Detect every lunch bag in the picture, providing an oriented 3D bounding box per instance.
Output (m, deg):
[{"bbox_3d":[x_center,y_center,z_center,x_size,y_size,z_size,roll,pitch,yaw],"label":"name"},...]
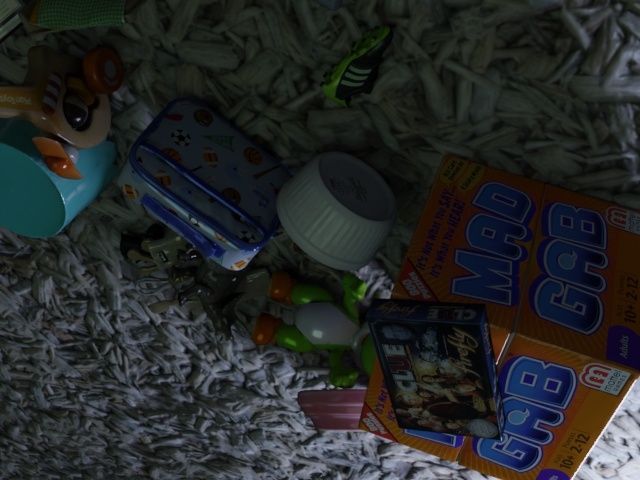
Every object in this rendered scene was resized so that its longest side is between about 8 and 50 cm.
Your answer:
[{"bbox_3d":[-0.196,-0.097,1.439,0.303,0.243,0.115,36,135,-9],"label":"lunch bag"}]

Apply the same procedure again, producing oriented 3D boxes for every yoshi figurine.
[{"bbox_3d":[0.049,0.191,1.632,0.362,0.203,0.204,20,128,2],"label":"yoshi figurine"}]

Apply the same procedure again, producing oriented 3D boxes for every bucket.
[{"bbox_3d":[-0.567,-0.151,1.599,0.281,0.183,0.281,13,134,14],"label":"bucket"}]

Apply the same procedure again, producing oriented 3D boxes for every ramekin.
[{"bbox_3d":[0.037,-0.060,1.402,0.207,0.207,0.109,34,126,-8],"label":"ramekin"}]

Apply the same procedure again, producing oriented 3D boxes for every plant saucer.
[{"bbox_3d":[0.115,0.364,1.704,0.332,0.084,0.332,1,166,0],"label":"plant saucer"}]

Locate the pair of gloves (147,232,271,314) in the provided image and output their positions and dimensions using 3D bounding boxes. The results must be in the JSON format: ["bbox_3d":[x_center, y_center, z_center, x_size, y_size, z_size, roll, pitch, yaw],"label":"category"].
[{"bbox_3d":[-0.226,0.054,1.698,0.204,0.042,0.240,-21,127,10],"label":"pair of gloves"}]

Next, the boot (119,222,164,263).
[{"bbox_3d":[-0.393,0.004,1.762,0.099,0.045,0.121,13,137,14],"label":"boot"}]

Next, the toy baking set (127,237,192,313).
[{"bbox_3d":[-0.319,0.072,1.770,0.196,0.030,0.256,4,134,2],"label":"toy baking set"}]

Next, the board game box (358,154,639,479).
[{"bbox_3d":[0.303,0.140,1.348,0.356,0.357,0.356,17,134,9],"label":"board game box"}]

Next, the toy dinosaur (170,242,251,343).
[{"bbox_3d":[-0.207,0.054,1.622,0.160,0.121,0.314,0,120,-26],"label":"toy dinosaur"}]

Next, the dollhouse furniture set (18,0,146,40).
[{"bbox_3d":[-0.304,-0.431,1.140,0.197,0.302,0.151,-1,132,29],"label":"dollhouse furniture set"}]

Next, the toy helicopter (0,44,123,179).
[{"bbox_3d":[-0.485,-0.217,1.372,0.140,0.355,0.235,-1,96,24],"label":"toy helicopter"}]

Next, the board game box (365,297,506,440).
[{"bbox_3d":[0.172,0.190,1.169,0.165,0.042,0.243,1,129,25],"label":"board game box"}]

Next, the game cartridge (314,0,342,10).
[{"bbox_3d":[-0.018,-0.488,1.119,0.196,0.060,0.294,33,139,10],"label":"game cartridge"}]

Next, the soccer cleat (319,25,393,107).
[{"bbox_3d":[0.070,-0.279,1.291,0.072,0.060,0.179,32,142,-19],"label":"soccer cleat"}]

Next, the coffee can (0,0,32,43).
[{"bbox_3d":[-0.591,-0.463,1.312,0.201,0.201,0.275,-22,118,37],"label":"coffee can"}]

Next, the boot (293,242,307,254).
[{"bbox_3d":[0.000,0.000,1.584,0.114,0.037,0.106,14,147,17],"label":"boot"}]
